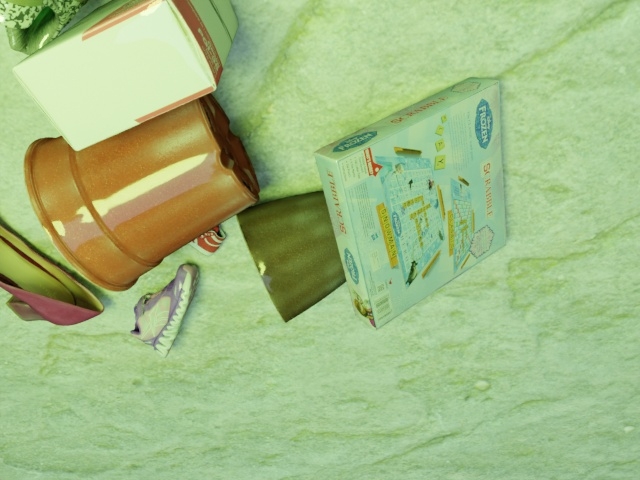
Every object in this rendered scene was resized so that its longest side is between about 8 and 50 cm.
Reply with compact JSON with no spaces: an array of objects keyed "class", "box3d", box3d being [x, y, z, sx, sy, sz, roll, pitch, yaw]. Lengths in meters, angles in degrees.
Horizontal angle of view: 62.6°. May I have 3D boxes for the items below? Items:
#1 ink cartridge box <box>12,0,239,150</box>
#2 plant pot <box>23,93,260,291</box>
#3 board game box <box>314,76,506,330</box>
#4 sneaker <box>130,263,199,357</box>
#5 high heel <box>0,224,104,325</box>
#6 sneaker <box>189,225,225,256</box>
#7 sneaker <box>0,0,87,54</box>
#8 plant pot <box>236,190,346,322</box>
[{"class":"ink cartridge box","box3d":[-0.231,-0.262,0.700,0.207,0.283,0.117,-20,124,13]},{"class":"plant pot","box3d":[-0.256,-0.096,0.833,0.265,0.272,0.272,-25,119,7]},{"class":"board game box","box3d":[0.168,-0.059,0.863,0.318,0.066,0.318,-28,124,-21]},{"class":"sneaker","box3d":[-0.324,0.137,1.072,0.105,0.095,0.236,26,120,-7]},{"class":"high heel","box3d":[-0.562,0.025,0.971,0.181,0.127,0.377,-5,140,15]},{"class":"sneaker","box3d":[-0.236,-0.022,0.995,0.118,0.042,0.067,33,121,-28]},{"class":"sneaker","box3d":[-0.318,-0.332,0.592,0.158,0.410,0.182,12,80,-19]},{"class":"plant pot","box3d":[0.000,0.000,0.931,0.231,0.215,0.215,-24,121,-3]}]
